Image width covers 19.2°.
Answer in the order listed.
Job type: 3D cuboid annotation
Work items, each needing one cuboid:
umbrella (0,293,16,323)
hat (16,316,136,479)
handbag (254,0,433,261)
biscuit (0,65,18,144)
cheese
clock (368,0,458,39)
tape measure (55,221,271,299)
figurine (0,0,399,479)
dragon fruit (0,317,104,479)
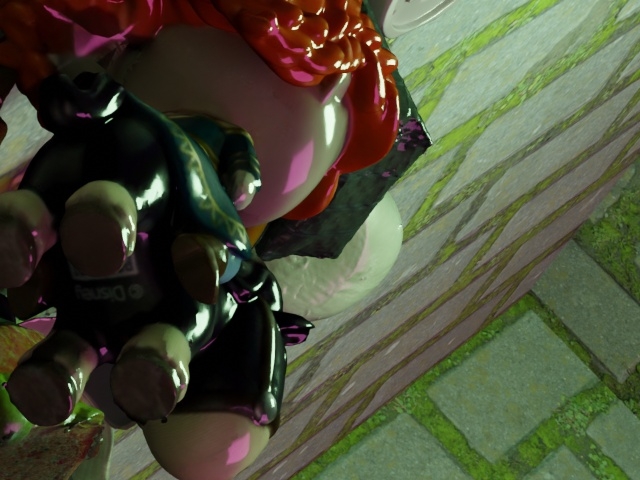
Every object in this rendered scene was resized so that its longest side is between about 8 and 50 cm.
[{"bbox_3d":[-0.284,0.046,1.479,0.071,0.080,0.224,-7,158,-5],"label":"umbrella"},{"bbox_3d":[-0.280,0.169,1.698,0.232,0.161,0.275,-37,156,-31],"label":"hat"},{"bbox_3d":[-0.009,-0.097,1.642,0.089,0.175,0.270,-3,147,-35],"label":"handbag"},{"bbox_3d":[-0.283,-0.036,1.269,0.180,0.039,0.236,-31,164,-50],"label":"biscuit"},{"bbox_3d":[0.000,0.000,2.028,0.198,0.154,0.189,-47,173,13],"label":"cheese"},{"bbox_3d":[0.104,-0.268,1.648,0.197,0.068,0.197,-41,168,-11],"label":"clock"},{"bbox_3d":[-0.134,-0.025,1.565,0.223,0.135,0.202,-47,158,3],"label":"tape measure"},{"bbox_3d":[-0.084,-0.043,1.194,0.241,0.411,0.306,-21,136,31],"label":"figurine"},{"bbox_3d":[-0.289,0.164,1.446,0.268,0.130,0.295,-13,152,-40],"label":"dragon fruit"}]
